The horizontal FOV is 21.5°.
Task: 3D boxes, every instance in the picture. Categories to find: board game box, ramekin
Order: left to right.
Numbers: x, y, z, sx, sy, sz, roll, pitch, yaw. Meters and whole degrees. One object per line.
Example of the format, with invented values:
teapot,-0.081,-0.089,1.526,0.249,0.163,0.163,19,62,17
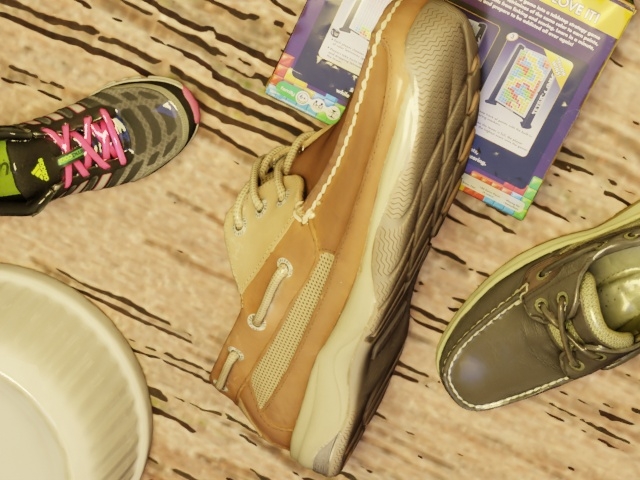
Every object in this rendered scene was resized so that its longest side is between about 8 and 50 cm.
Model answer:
ramekin,-0.217,0.126,1.054,0.207,0.109,0.207,2,107,7
board game box,0.073,-0.113,0.970,0.170,0.048,0.141,27,107,0

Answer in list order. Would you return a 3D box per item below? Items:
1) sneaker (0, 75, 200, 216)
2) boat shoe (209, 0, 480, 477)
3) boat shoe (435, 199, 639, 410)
sneaker,-0.154,-0.050,1.007,0.170,0.075,0.063,-15,104,12
boat shoe,0.000,0.000,0.947,0.116,0.123,0.324,25,128,11
boat shoe,0.162,0.035,0.988,0.223,0.073,0.080,-32,100,16
